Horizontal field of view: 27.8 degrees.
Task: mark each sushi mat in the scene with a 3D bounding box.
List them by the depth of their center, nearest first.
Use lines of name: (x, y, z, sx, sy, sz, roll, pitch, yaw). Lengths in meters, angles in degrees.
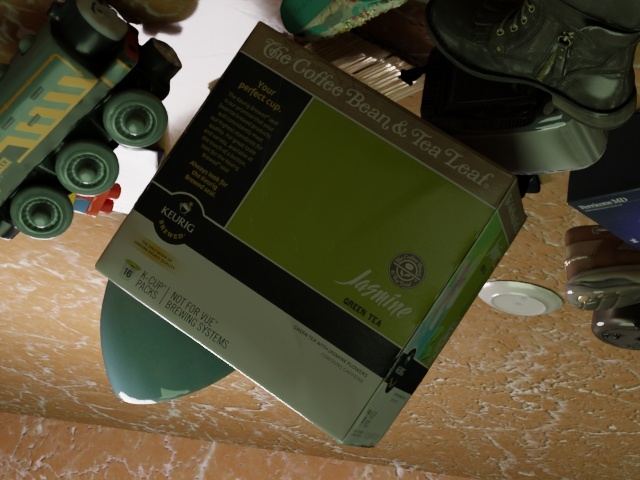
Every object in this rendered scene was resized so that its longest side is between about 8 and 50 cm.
sushi mat: (-0.004, -0.185, 1.590, 0.151, 0.019, 0.316, 26, 155, -28)

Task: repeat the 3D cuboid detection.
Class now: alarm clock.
alarm clock: (0.502, 0.141, 2.084, 0.129, 0.064, 0.192, 8, 162, 9)

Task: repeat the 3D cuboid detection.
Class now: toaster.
toaster: (0.213, -0.148, 1.417, 0.227, 0.129, 0.146, -3, 156, 30)

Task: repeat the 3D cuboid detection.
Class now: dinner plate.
dinner plate: (0.328, 0.100, 2.133, 0.141, 0.017, 0.141, 10, 157, 4)

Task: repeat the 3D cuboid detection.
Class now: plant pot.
plant pot: (-0.259, 0.115, 2.202, 0.290, 0.290, 0.195, -5, 117, 37)

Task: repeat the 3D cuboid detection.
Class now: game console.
game console: (0.219, -0.065, 1.697, 0.122, 0.071, 0.107, 5, 157, 20)

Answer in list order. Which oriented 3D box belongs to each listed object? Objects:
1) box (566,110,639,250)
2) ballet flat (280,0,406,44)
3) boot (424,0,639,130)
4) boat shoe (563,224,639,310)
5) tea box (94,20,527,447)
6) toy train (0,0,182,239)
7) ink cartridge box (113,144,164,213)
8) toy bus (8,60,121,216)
box: (0.419, -0.063, 1.543, 0.207, 0.108, 0.153, 27, 155, -34)
ballet flat: (0.048, -0.264, 1.307, 0.077, 0.091, 0.241, -10, 179, -36)
boot: (0.211, -0.230, 1.213, 0.263, 0.091, 0.229, 30, 159, 21)
boat shoe: (0.467, 0.017, 1.711, 0.324, 0.116, 0.123, -2, 158, -23)
tea box: (0.000, 0.000, 1.400, 0.329, 0.323, 0.220, 34, 179, 16)
toy train: (-0.323, -0.143, 1.554, 0.334, 0.142, 0.190, -42, 119, 19)
ink cartridge box: (-0.334, -0.114, 1.904, 0.206, 0.045, 0.208, 12, 153, -2)
toy bus: (-0.369, -0.110, 1.757, 0.211, 0.149, 0.220, 13, 133, -20)
